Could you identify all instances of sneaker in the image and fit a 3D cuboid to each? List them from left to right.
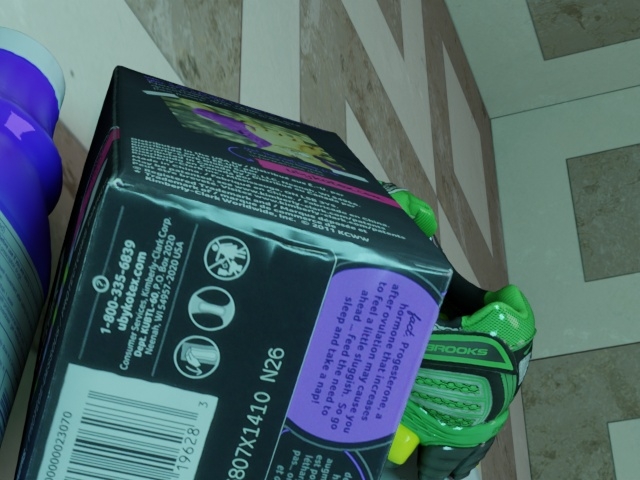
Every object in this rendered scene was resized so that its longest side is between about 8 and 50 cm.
[{"bbox_3d":[0.000,0.000,0.808,0.134,0.343,0.146,-26,148,-59],"label":"sneaker"}]

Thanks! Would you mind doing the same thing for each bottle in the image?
[{"bbox_3d":[-0.176,0.011,0.530,0.283,0.092,0.118,-86,163,-44],"label":"bottle"}]

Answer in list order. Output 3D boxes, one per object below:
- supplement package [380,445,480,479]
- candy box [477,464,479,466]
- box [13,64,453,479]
[{"bbox_3d":[0.009,0.248,0.796,0.194,0.203,0.149,-63,138,-66],"label":"supplement package"},{"bbox_3d":[0.017,0.129,0.914,0.027,0.206,0.105,-24,103,-52],"label":"candy box"},{"bbox_3d":[-0.057,0.028,0.587,0.270,0.143,0.165,-119,-133,-71],"label":"box"}]
